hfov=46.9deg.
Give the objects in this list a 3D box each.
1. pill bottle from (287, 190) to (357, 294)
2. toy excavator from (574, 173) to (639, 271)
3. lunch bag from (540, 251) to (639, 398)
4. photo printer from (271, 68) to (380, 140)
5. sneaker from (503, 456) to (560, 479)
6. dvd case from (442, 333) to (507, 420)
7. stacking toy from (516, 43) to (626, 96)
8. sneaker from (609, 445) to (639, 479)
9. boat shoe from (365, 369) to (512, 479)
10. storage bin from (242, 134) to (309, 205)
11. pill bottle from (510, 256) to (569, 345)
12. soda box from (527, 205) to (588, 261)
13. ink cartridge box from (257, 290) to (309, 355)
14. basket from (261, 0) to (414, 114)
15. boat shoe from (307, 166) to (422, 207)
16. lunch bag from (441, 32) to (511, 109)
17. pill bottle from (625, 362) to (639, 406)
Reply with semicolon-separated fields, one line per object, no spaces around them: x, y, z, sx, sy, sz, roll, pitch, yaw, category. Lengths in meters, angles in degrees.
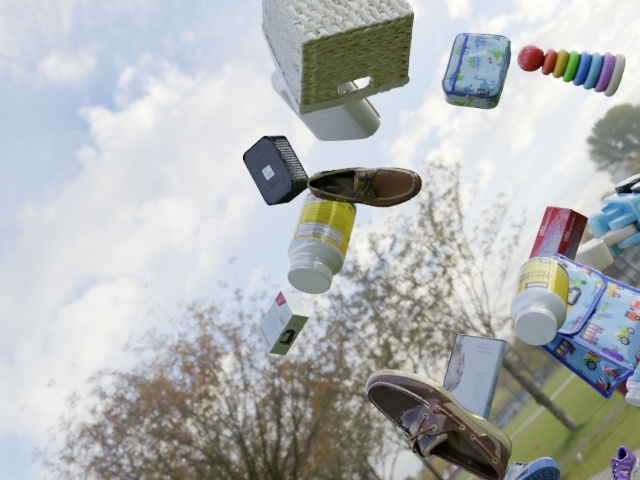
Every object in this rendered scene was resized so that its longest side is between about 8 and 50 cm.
0.000;0.000;2.390;0.188;0.187;0.334;105;-179;-54;pill bottle
0.970;-0.020;2.420;0.445;0.222;0.433;-29;3;2;toy excavator
0.574;0.166;1.645;0.221;0.293;0.138;-48;-18;-33;lunch bag
0.008;-0.436;2.250;0.307;0.256;0.107;46;-116;-37;photo printer
0.474;0.543;1.703;0.090;0.081;0.232;-83;12;-45;sneaker
0.364;0.359;1.819;0.180;0.022;0.253;-3;68;62;dvd case
0.804;-0.570;2.394;0.141;0.330;0.141;15;-90;-82;stacking toy
0.758;0.595;1.877;0.068;0.071;0.170;-36;9;43;sneaker
0.241;0.397;1.556;0.123;0.342;0.123;-61;-6;31;boat shoe
-0.128;-0.202;2.117;0.122;0.180;0.084;-36;-13;33;storage bin
0.418;0.117;1.407;0.103;0.103;0.184;-61;-3;34;pill bottle
0.637;0.042;2.022;0.083;0.092;0.263;20;-92;-33;soda box
-0.127;0.277;2.470;0.072;0.127;0.175;15;-63;-35;ink cartridge box
0.038;-0.560;1.909;0.328;0.331;0.266;-17;-29;-11;basket
0.115;-0.142;1.979;0.104;0.307;0.111;1;-93;-71;boat shoe
0.443;-0.485;2.105;0.090;0.176;0.219;59;-133;-63;lunch bag
1.013;0.437;2.311;0.160;0.087;0.087;-61;-14;-21;pill bottle
